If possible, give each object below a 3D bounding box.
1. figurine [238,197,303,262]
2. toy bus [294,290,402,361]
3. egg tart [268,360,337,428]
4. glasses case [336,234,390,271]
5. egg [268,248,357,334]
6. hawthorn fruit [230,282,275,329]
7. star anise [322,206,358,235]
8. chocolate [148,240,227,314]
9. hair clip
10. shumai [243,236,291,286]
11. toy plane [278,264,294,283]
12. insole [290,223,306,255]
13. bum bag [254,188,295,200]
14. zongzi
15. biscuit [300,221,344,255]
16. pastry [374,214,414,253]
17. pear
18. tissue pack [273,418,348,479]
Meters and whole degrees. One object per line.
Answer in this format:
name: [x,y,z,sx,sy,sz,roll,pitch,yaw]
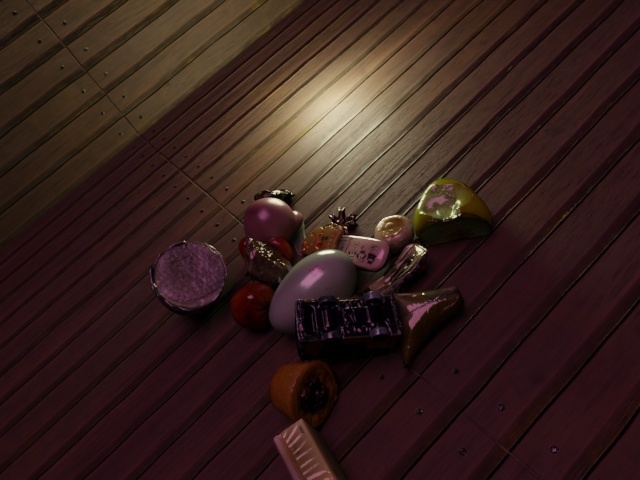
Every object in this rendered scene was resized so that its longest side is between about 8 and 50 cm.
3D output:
figurine: [-0.220,-0.060,2.106,0.269,0.211,0.262,5,58,31]
toy bus: [0.079,0.280,1.619,0.322,0.194,0.162,-3,55,-7]
egg tart: [-0.057,0.477,1.601,0.170,0.215,0.215,4,55,43]
glasses case: [0.138,0.047,1.894,0.314,0.075,0.122,9,69,52]
egg: [-0.028,0.188,1.797,0.371,0.230,0.230,-44,47,-2]
hawthorn fruit: [-0.261,0.248,1.915,0.200,0.179,0.179,-3,51,44]
star anise: [0.082,-0.061,2.066,0.167,0.057,0.168,-12,59,20]
chocolate: [-0.536,0.175,2.071,0.302,0.213,0.304,5,63,-10]
hair clip: [0.258,0.146,1.777,0.321,0.091,0.138,-40,24,-3]
shumai: [-0.241,0.116,1.970,0.185,0.218,0.184,-44,52,21]
toy plane: [-0.101,0.178,1.928,0.065,0.162,0.171,8,94,46]
insole: [-0.095,-0.019,2.157,0.080,0.003,0.232,-25,46,7]
bum bag: [-0.201,-0.198,2.239,0.106,0.232,0.060,-7,95,30]
zongzi: [0.355,0.274,1.613,0.227,0.115,0.256,-11,56,14]
biscuit: [0.000,0.000,2.010,0.225,0.036,0.166,0,62,53]
pastry: [0.278,-0.023,1.907,0.156,0.092,0.157,-12,48,14]
pear: [0.476,-0.126,1.845,0.292,0.159,0.293,-15,45,16]
tissue pack: [-0.017,0.658,1.451,0.125,0.159,0.234,-36,46,-4]
